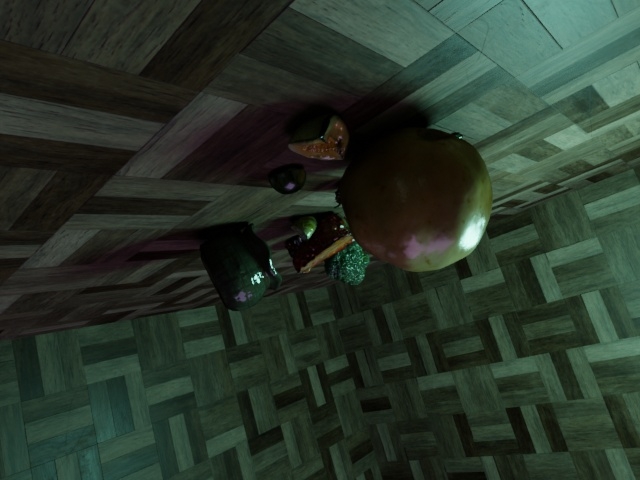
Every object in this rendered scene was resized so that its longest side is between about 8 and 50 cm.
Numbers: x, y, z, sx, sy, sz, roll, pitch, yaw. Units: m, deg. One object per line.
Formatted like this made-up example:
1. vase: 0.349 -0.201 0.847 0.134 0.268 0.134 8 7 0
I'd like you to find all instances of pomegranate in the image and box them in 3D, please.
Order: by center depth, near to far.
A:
1. pomegranate: 0.250 -0.098 1.214 0.412 0.411 0.411 -16 169 -3

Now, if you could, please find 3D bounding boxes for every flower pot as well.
1. flower pot: -0.289 0.088 1.623 0.213 0.301 0.302 -26 171 -17

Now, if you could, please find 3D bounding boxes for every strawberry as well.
1. strawberry: 0.013 -0.006 1.842 0.280 0.150 0.253 -39 168 30

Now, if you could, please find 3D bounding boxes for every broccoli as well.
1. broccoli: 0.143 0.109 2.493 0.254 0.269 0.269 -13 169 11

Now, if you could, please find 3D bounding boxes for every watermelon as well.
1. watermelon: -0.086 -0.158 1.250 0.106 0.062 0.105 -14 173 -2

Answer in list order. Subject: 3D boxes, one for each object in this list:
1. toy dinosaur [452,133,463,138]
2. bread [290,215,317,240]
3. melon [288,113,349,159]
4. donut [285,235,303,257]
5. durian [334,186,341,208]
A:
1. toy dinosaur: 0.270 -0.194 1.525 0.447 0.087 0.301 -27 167 15
2. bread: -0.057 -0.052 1.734 0.094 0.083 0.157 -38 -170 9
3. melon: -0.010 -0.231 1.008 0.128 0.079 0.160 -1 175 21
4. donut: -0.048 0.025 2.107 0.235 0.089 0.235 -15 170 -3
5. durian: 0.093 -0.156 1.486 0.140 0.071 0.110 -28 175 -9
